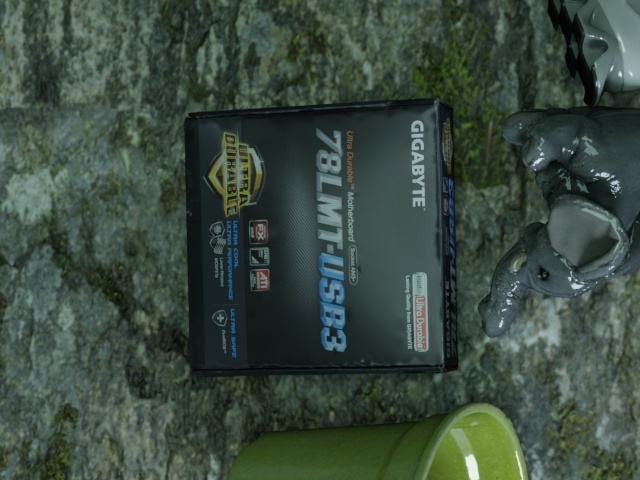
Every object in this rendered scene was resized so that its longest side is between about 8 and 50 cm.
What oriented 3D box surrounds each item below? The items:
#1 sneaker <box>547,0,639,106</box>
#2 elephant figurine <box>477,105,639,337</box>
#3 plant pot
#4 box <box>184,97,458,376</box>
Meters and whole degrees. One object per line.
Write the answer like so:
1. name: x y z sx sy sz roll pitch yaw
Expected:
1. sneaker: 0.292 -0.303 1.890 0.146 0.122 0.330 -17 73 -5
2. elephant figurine: 0.270 -0.015 1.870 0.169 0.186 0.239 -5 98 -24
3. plant pot: 0.045 0.295 1.877 0.254 0.276 0.276 1 88 31
4. box: 0.000 0.000 1.990 0.293 0.073 0.295 -1 87 20
